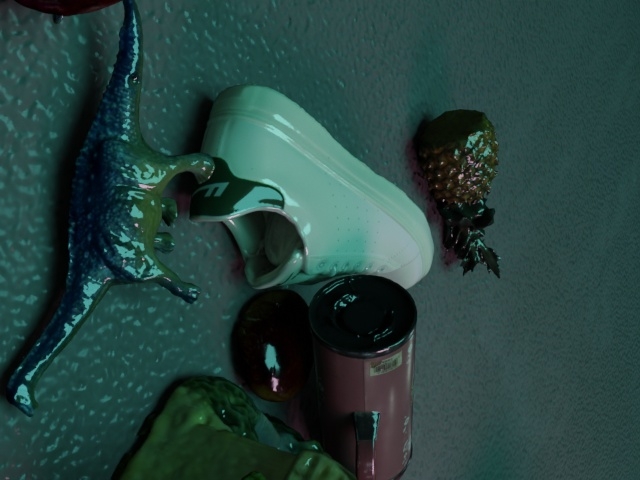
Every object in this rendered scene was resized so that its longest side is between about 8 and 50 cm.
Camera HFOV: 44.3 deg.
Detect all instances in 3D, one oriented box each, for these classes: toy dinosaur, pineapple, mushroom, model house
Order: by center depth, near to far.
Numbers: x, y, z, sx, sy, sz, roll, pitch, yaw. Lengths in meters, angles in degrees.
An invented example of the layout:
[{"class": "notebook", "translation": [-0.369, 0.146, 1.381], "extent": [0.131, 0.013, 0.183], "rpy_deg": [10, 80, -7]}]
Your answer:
[{"class": "toy dinosaur", "translation": [-0.166, -0.032, 0.668], "extent": [0.147, 0.076, 0.363], "rpy_deg": [12, 86, -45]}, {"class": "model house", "translation": [-0.018, 0.299, 0.730], "extent": [0.321, 0.266, 0.261], "rpy_deg": [52, 56, -40]}, {"class": "mushroom", "translation": [-0.042, 0.115, 0.859], "extent": [0.123, 0.052, 0.123], "rpy_deg": [-3, 93, -56]}, {"class": "pineapple", "translation": [0.212, -0.062, 1.145], "extent": [0.125, 0.125, 0.251], "rpy_deg": [-47, 132, -40]}]

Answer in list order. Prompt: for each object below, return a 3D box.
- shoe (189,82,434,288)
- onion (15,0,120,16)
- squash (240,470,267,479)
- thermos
[{"class": "shoe", "translation": [0.000, 0.000, 0.847], "extent": [0.363, 0.132, 0.160], "rpy_deg": [40, 60, -41]}, {"class": "onion", "translation": [-0.181, -0.294, 0.531], "extent": [0.221, 0.281, 0.281], "rpy_deg": [-9, 102, -8]}, {"class": "squash", "translation": [-0.173, 0.302, 0.542], "extent": [0.378, 0.101, 0.101], "rpy_deg": [-41, 129, -7]}, {"class": "thermos", "translation": [0.057, 0.202, 0.880], "extent": [0.109, 0.136, 0.330], "rpy_deg": [-22, 134, -20]}]
